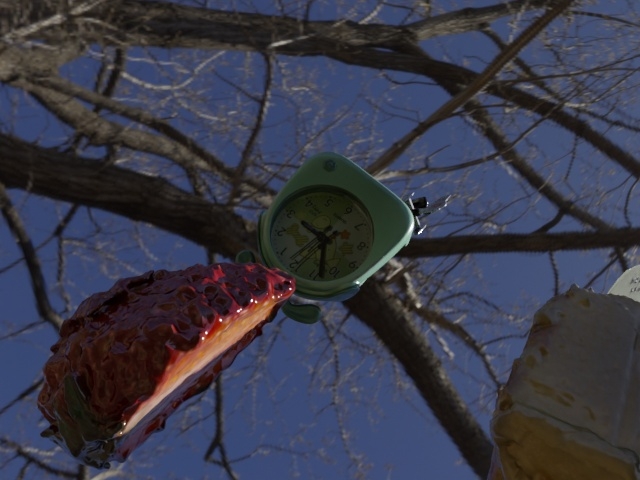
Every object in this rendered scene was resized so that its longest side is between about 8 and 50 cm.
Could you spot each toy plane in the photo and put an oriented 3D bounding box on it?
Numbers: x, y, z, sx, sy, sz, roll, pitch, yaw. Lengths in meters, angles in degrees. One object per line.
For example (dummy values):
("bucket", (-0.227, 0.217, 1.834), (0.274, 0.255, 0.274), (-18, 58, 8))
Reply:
("toy plane", (0.071, -0.027, 1.146), (0.197, 0.078, 0.054), (-13, -72, 33))

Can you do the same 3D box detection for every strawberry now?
("strawberry", (-0.130, 0.072, 0.722), (0.111, 0.236, 0.190), (43, -42, 10))

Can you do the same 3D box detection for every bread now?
("bread", (0.346, 0.294, 1.098), (0.279, 0.371, 0.390), (18, -52, 18))

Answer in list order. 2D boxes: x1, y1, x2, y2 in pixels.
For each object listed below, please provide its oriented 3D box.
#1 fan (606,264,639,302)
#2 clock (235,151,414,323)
("fan", (0.413, 0.165, 1.294), (0.010, 0.182, 0.310), (38, -61, 39))
("clock", (0.000, 0.000, 1.005), (0.148, 0.060, 0.188), (41, -107, 14))
